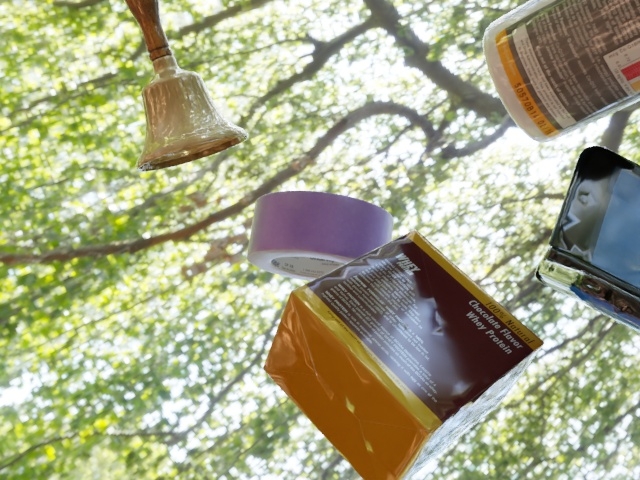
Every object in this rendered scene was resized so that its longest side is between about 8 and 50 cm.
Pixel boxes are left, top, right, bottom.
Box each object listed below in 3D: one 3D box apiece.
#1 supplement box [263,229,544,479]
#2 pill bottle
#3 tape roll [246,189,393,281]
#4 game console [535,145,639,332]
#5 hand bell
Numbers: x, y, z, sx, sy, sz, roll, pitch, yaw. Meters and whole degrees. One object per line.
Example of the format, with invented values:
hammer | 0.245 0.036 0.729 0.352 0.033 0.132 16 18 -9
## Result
supplement box | 0.084 0.121 0.836 0.191 0.194 0.129 44 -43 24
pill bottle | 0.337 -0.234 0.888 0.278 0.162 0.162 -24 -85 32
tape roll | 0.000 0.000 1.065 0.189 0.189 0.080 -8 -111 45
game console | 0.385 0.032 0.782 0.293 0.250 0.173 26 -86 1
hand bell | -0.172 -0.207 0.857 0.126 0.126 0.242 -16 -89 46
